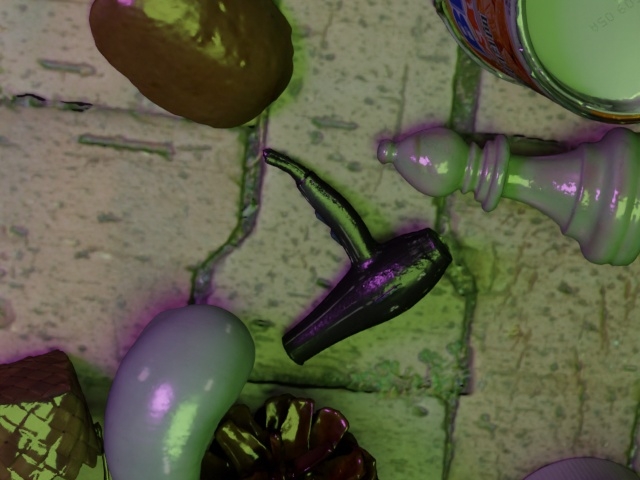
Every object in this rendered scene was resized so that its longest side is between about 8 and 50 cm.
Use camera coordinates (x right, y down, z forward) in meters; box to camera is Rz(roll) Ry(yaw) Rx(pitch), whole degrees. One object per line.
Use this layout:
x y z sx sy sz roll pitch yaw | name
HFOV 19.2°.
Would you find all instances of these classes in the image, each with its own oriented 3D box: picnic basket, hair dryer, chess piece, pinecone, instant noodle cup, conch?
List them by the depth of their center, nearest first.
0.264 -0.247 1.750 0.296 0.214 0.296 -3 111 -9 | instant noodle cup
-0.149 0.164 1.859 0.121 0.185 0.221 24 76 -2 | conch
-0.275 0.211 1.871 0.128 0.138 0.178 -15 107 -5 | picnic basket
0.189 -0.065 1.871 0.272 0.139 0.139 12 109 -2 | chess piece
0.000 0.000 1.893 0.195 0.075 0.219 -35 103 14 | hair dryer
-0.032 0.267 1.911 0.229 0.201 0.202 44 71 6 | pinecone

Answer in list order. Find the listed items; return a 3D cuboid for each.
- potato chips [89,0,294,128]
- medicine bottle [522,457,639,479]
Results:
-0.115 -0.186 1.794 0.202 0.049 0.150 38 106 -28 | potato chips
0.306 0.381 1.957 0.245 0.306 0.245 -4 113 -10 | medicine bottle
